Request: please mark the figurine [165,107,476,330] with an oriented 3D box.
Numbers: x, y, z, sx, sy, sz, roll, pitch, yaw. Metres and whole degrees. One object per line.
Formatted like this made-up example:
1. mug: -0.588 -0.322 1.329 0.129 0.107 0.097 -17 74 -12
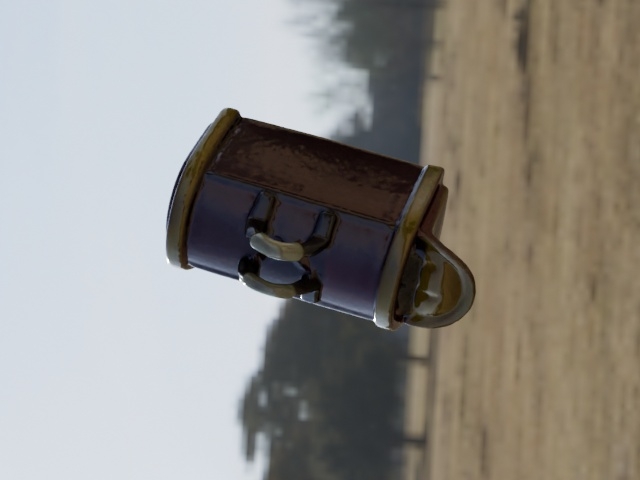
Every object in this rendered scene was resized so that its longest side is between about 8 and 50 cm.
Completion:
1. figurine: 0.001 0.001 0.912 0.098 0.154 0.082 -45 -30 -67
